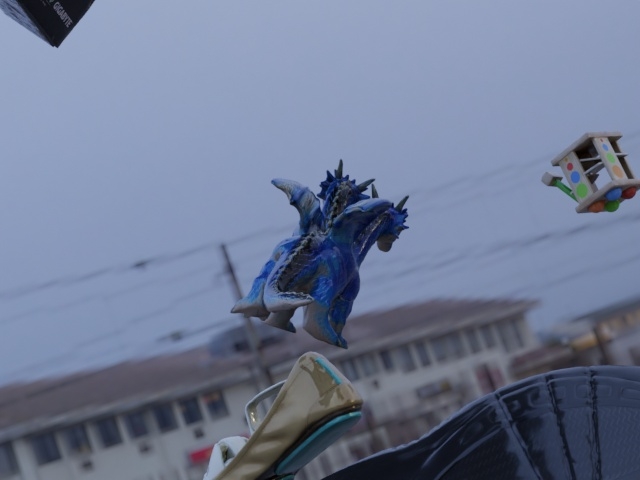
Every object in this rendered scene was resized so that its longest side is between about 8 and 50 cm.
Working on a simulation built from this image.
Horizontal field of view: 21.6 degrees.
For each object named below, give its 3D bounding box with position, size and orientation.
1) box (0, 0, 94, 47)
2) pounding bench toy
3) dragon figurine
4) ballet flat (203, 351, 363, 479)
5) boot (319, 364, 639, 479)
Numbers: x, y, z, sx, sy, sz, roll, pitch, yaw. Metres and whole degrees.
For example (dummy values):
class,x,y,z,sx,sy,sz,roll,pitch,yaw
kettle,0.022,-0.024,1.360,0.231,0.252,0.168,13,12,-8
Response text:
class,x,y,z,sx,sy,sz,roll,pitch,yaw
box,-0.205,-0.346,1.466,0.293,0.073,0.295,-54,-15,-7
pounding bench toy,0.251,-0.053,1.569,0.052,0.065,0.083,-5,-26,-43
dragon figurine,0.000,0.000,1.246,0.085,0.144,0.289,16,-4,13
ballet flat,-0.047,0.176,1.395,0.080,0.073,0.232,-7,-33,-51
boot,0.172,0.267,1.352,0.377,0.138,0.284,-25,-53,13
